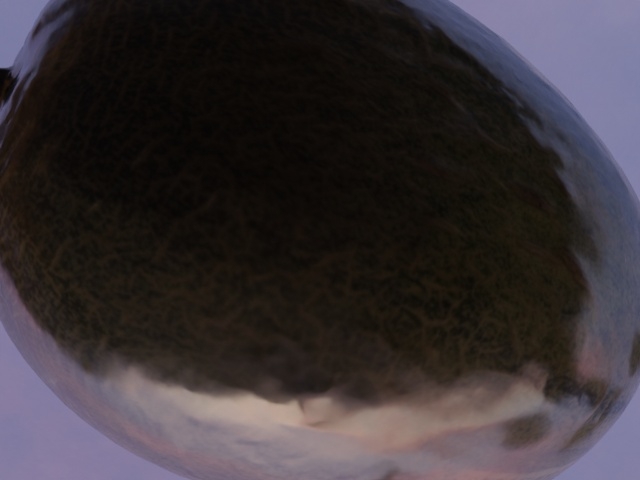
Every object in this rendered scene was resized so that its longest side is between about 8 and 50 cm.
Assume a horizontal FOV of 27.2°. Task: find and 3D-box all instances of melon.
[{"bbox_3d":[0.000,0.000,0.607,0.329,0.248,0.248,27,-102,-15],"label":"melon"}]
